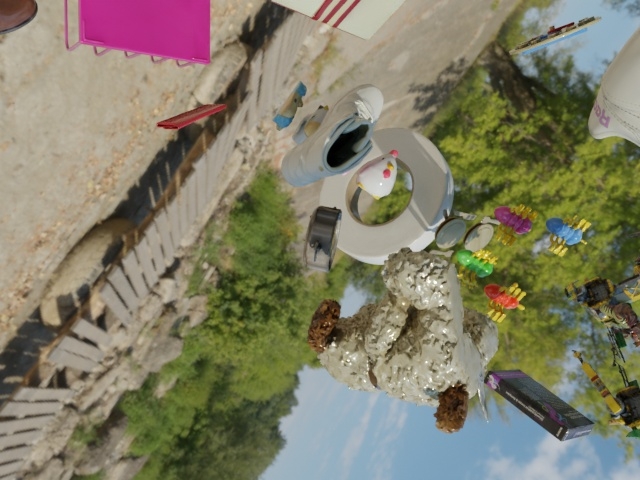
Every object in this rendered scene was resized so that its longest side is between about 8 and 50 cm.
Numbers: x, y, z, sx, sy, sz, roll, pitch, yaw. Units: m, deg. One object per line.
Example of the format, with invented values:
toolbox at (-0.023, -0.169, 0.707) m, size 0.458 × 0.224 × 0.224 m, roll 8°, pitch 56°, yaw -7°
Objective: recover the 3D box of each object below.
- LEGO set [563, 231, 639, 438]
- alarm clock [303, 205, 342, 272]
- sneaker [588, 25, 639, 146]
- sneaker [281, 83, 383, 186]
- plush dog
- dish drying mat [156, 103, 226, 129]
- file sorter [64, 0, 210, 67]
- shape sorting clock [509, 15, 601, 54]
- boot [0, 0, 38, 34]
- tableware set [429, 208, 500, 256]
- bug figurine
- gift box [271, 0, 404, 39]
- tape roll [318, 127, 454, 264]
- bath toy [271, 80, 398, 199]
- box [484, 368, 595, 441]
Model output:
LEGO set at (0.479, 0.108, 0.799) m, size 0.255 × 0.192 × 0.331 m, roll -31°, pitch -149°, yaw 41°
alarm clock at (0.000, 0.000, 1.077) m, size 0.192 × 0.064 × 0.130 m, roll -66°, pitch 167°, yaw -75°
sneaker at (0.337, -0.057, 0.368) m, size 0.114 × 0.305 × 0.152 m, roll -48°, pitch 166°, yaw -37°
sneaker at (0.068, -0.215, 1.059) m, size 0.292 × 0.108 × 0.169 m, roll -50°, pitch -156°, yaw -24°
plush dog at (0.102, 0.158, 0.764) m, size 0.225 × 0.262 × 0.211 m, roll -9°, pitch -128°, yaw 35°
dish drying mat at (-0.140, -0.136, 0.598) m, size 0.083 × 0.032 × 0.008 m, roll -43°, pitch 133°, yaw -51°
file sorter at (-0.427, -0.521, 1.263) m, size 0.182 × 0.290 × 0.202 m, roll 10°, pitch -80°, yaw 52°
shape sorting clock at (0.552, -0.488, 1.292) m, size 0.206 × 0.040 × 0.206 m, roll -20°, pitch -170°, yaw 4°
boot at (-0.656, -0.480, 0.966) m, size 0.280 × 0.264 × 0.096 m, roll 159°, pitch -73°, yaw -65°
tableware set at (0.352, -0.019, 1.351) m, size 0.039 × 0.194 × 0.128 m, roll 53°, pitch -56°, yaw 43°
bug figurine at (0.406, 0.030, 1.132) m, size 0.279 × 0.216 × 0.072 m, roll -53°, pitch -158°, yaw 22°
gift box at (0.040, -0.530, 0.862) m, size 0.255 × 0.277 × 0.258 m, roll -1°, pitch 156°, yaw -42°
tape roll at (0.174, -0.127, 1.520) m, size 0.392 × 0.392 × 0.072 m, roll -58°, pitch 143°, yaw 1°
bath toy at (0.055, -0.234, 1.320) m, size 0.129 × 0.348 × 0.151 m, roll -53°, pitch -159°, yaw 10°
box at (0.382, 0.284, 0.957) m, size 0.116 × 0.162 × 0.029 m, roll 11°, pitch 106°, yaw -42°
